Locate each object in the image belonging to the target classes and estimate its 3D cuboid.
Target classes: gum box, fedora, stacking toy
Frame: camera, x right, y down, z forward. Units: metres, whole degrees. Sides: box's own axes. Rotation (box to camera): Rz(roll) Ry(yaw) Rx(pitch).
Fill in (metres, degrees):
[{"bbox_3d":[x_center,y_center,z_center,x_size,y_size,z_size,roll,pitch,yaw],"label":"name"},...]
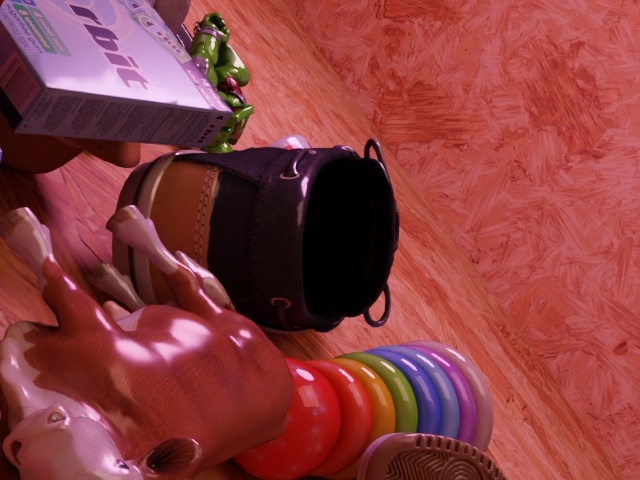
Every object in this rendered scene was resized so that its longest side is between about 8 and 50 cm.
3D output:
[{"bbox_3d":[-0.166,-0.136,0.711,0.157,0.041,0.184,53,25,20],"label":"gum box"},{"bbox_3d":[-0.221,-0.109,0.769,0.194,0.079,0.194,47,13,-14],"label":"fedora"},{"bbox_3d":[0.030,0.148,0.857,0.141,0.141,0.330,56,18,21],"label":"stacking toy"}]

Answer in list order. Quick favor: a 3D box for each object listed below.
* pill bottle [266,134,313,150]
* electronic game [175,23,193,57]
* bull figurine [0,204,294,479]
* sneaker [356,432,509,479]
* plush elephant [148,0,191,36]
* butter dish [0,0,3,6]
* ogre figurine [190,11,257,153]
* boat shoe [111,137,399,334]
[{"bbox_3d":[-0.013,-0.025,1.233,0.180,0.108,0.108,54,12,10],"label":"pill bottle"},{"bbox_3d":[-0.207,-0.243,1.294,0.229,0.048,0.229,53,17,-23],"label":"electronic game"},{"bbox_3d":[-0.113,0.074,0.577,0.188,0.101,0.310,52,12,12],"label":"bull figurine"},{"bbox_3d":[0.107,0.232,0.850,0.282,0.099,0.153,31,-21,-28],"label":"sneaker"},{"bbox_3d":[-0.227,-0.299,0.936,0.255,0.330,0.272,26,29,-22],"label":"plush elephant"},{"bbox_3d":[-0.278,-0.153,0.597,0.118,0.160,0.160,-14,64,-51],"label":"butter dish"},{"bbox_3d":[-0.120,-0.157,1.217,0.096,0.197,0.118,14,25,8],"label":"ogre figurine"},{"bbox_3d":[0.000,0.000,0.945,0.500,0.156,0.187,0,92,-70],"label":"boat shoe"}]
